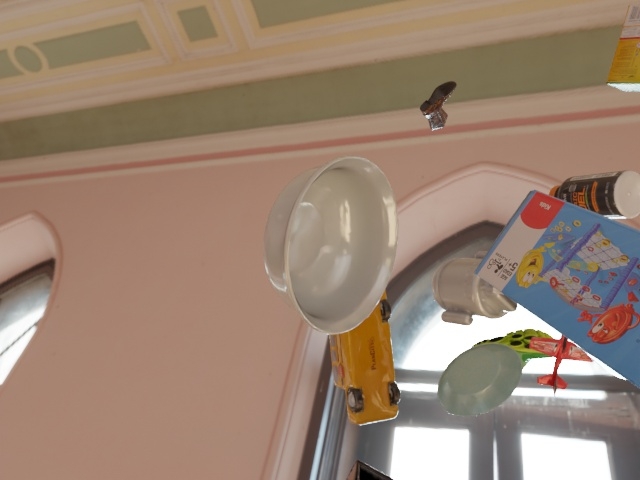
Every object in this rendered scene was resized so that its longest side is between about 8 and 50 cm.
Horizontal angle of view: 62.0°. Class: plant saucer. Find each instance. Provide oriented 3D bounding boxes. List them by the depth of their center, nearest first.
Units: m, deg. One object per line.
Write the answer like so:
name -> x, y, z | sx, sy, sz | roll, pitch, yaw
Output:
plant saucer -> 0.333, 0.289, 1.136 | 0.195, 0.037, 0.194 | -5, -64, -11

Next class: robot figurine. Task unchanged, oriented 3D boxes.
robot figurine -> 0.523, 0.159, 1.822 | 0.200, 0.300, 0.353 | 44, -20, -20

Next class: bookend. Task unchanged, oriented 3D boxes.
bookend -> 0.119, 0.517, 1.017 | 0.156, 0.072, 0.157 | 27, 4, 6

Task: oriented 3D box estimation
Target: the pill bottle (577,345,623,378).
pill bottle -> 0.424, 0.117, 0.771 | 0.124, 0.124, 0.222 | -22, -40, 35

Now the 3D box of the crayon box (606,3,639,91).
crayon box -> 0.731, -0.378, 1.042 | 0.081, 0.165, 0.278 | 5, 13, -34

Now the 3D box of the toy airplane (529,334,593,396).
toy airplane -> 0.509, 0.256, 1.134 | 0.151, 0.151, 0.028 | 18, -5, -4

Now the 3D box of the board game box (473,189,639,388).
board game box -> 0.312, 0.110, 0.372 | 0.302, 0.308, 0.086 | 30, -82, -26

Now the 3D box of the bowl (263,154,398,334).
bowl -> 0.000, 0.000, 0.907 | 0.134, 0.297, 0.297 | 11, -35, 39

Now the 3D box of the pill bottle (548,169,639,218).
pill bottle -> 0.772, -0.123, 1.512 | 0.130, 0.130, 0.246 | 33, -12, -20

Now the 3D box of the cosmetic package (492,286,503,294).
cosmetic package -> 0.588, 0.088, 1.578 | 0.061, 0.239, 0.098 | 8, -76, 40

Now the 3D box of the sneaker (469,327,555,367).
sneaker -> 0.604, 0.357, 1.659 | 0.296, 0.109, 0.123 | -23, -74, 43

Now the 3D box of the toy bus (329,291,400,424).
toy bus -> 0.086, 0.223, 1.180 | 0.108, 0.332, 0.130 | -3, -6, -24

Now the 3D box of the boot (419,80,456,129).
boot -> 0.301, -0.328, 1.311 | 0.106, 0.037, 0.114 | -37, -31, 14
